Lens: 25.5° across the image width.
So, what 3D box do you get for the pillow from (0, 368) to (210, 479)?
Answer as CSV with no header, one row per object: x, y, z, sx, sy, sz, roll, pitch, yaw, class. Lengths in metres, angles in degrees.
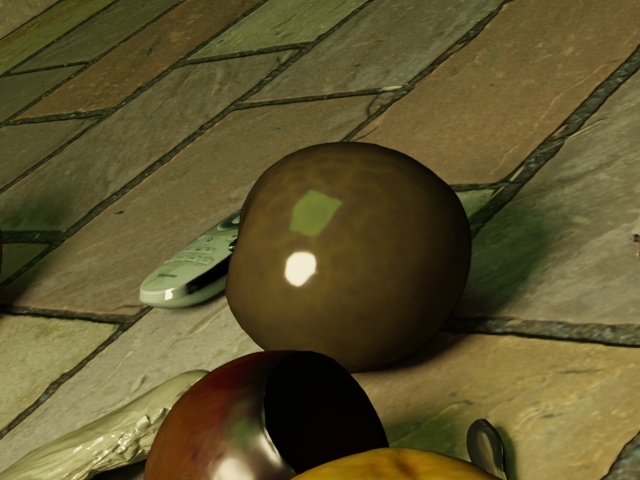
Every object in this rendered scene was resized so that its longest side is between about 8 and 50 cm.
-0.180,0.168,1.139,0.230,0.050,0.148,-26,-1,-6,pillow

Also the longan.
0.022,0.013,1.113,0.198,0.198,0.212,-25,16,3,longan

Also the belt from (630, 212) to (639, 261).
0.333,0.007,0.774,0.324,0.115,0.227,12,62,43,belt

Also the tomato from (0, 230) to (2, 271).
-0.479,0.032,1.566,0.270,0.222,0.270,-25,2,1,tomato

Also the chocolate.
-0.038,0.159,0.916,0.177,0.176,0.177,-22,22,10,chocolate

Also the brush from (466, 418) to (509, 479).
0.115,0.166,0.887,0.063,0.016,0.193,-23,23,5,brush

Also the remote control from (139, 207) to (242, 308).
-0.080,0.002,1.430,0.256,0.045,0.097,-38,26,-34,remote control

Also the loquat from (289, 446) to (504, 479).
0.041,0.199,0.688,0.187,0.176,0.234,-37,35,-24,loquat
